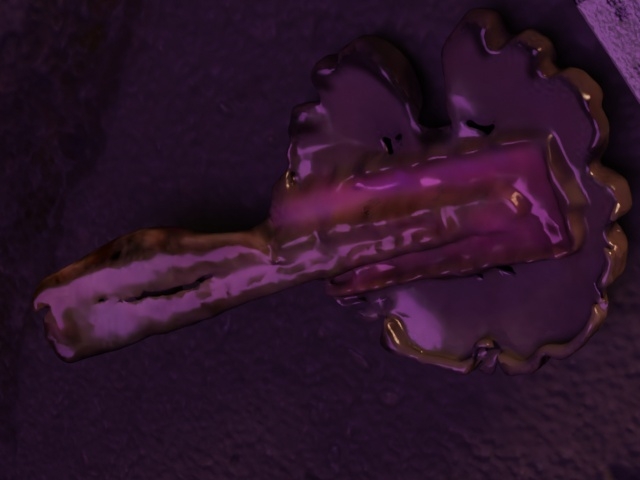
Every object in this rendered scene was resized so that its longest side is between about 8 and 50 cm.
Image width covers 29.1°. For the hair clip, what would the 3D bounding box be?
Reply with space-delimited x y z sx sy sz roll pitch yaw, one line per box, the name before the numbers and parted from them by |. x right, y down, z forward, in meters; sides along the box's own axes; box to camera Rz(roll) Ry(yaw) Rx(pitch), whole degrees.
hair clip | 0.000 -0.002 0.601 0.300 0.069 0.173 -13 104 22

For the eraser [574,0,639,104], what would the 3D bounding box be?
eraser | 0.145 -0.090 0.512 0.052 0.029 0.122 -31 92 34
